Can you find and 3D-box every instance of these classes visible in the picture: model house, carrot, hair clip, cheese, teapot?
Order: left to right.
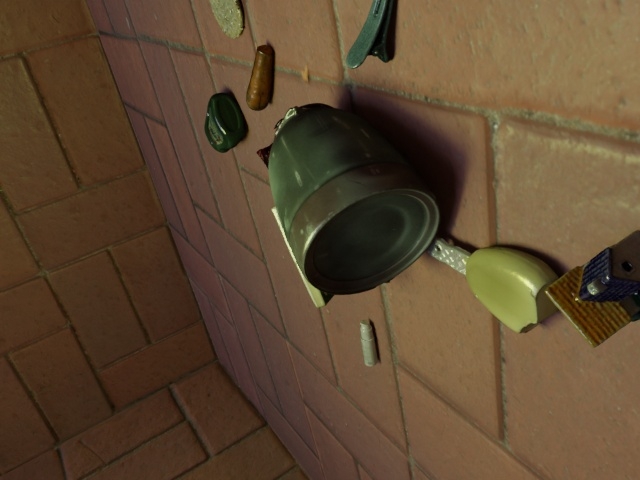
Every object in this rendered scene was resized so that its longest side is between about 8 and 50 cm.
[{"bbox_3d":[-0.130,-0.352,1.230,0.055,0.055,0.161,55,148,22],"label":"carrot"},{"bbox_3d":[0.041,-0.079,0.971,0.312,0.233,0.315,64,-176,38],"label":"teapot"},{"bbox_3d":[0.081,-0.354,0.780,0.039,0.070,0.229,49,146,40],"label":"hair clip"},{"bbox_3d":[0.244,0.049,0.846,0.255,0.050,0.127,34,145,53],"label":"cheese"},{"bbox_3d":[0.321,0.057,0.619,0.087,0.100,0.100,56,156,19],"label":"model house"}]

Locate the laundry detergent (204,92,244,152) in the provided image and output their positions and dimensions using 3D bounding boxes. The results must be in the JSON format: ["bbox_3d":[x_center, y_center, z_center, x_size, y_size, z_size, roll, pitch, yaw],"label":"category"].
[{"bbox_3d":[-0.276,-0.315,1.551,0.144,0.078,0.222,67,159,-4],"label":"laundry detergent"}]

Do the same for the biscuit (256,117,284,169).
[{"bbox_3d":[-0.074,-0.177,1.275,0.151,0.063,0.235,53,153,-4],"label":"biscuit"}]

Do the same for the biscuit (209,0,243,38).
[{"bbox_3d":[-0.212,-0.527,1.257,0.152,0.020,0.152,45,151,34],"label":"biscuit"}]

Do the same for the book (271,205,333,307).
[{"bbox_3d":[0.000,0.000,1.123,0.202,0.027,0.264,67,-159,-5],"label":"book"}]

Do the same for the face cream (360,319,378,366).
[{"bbox_3d":[0.114,0.244,1.345,0.034,0.034,0.130,35,145,49],"label":"face cream"}]
